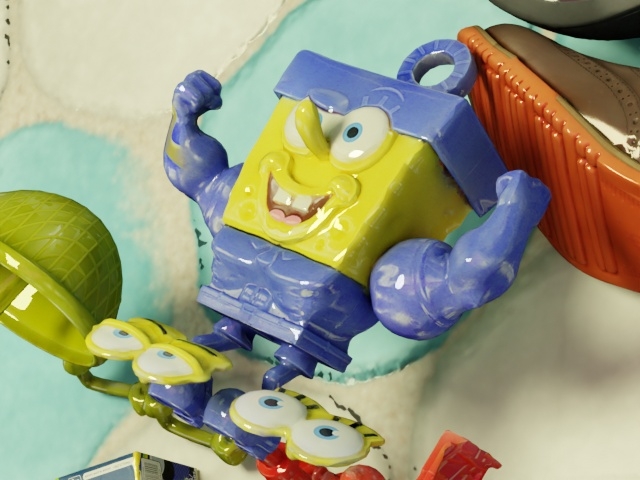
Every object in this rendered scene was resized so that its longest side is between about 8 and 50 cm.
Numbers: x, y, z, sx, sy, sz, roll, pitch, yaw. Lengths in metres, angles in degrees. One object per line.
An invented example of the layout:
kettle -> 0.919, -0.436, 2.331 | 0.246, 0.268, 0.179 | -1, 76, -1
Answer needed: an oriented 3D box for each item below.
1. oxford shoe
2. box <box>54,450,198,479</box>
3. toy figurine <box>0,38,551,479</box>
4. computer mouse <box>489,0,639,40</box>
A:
oxford shoe -> 0.160, -0.032, 0.881 | 0.098, 0.097, 0.271 | -31, 46, -15
box -> -0.091, 0.196, 0.984 | 0.059, 0.054, 0.169 | -21, 63, 28
toy figurine -> 0.000, 0.000, 0.923 | 0.362, 0.191, 0.217 | 22, 76, 44
computer mouse -> 0.200, -0.156, 0.895 | 0.272, 0.072, 0.188 | -13, 65, 18
